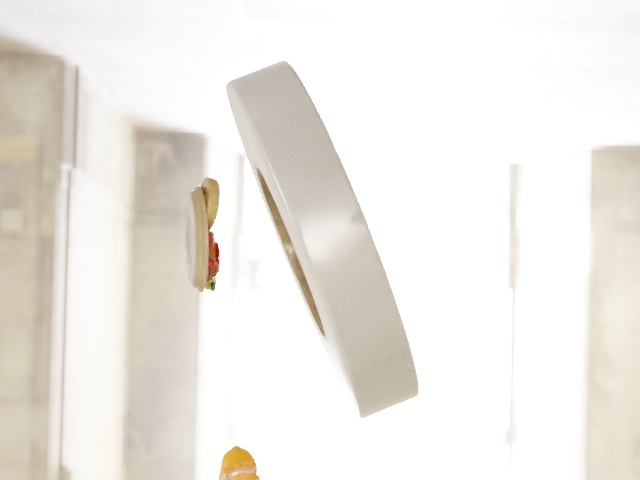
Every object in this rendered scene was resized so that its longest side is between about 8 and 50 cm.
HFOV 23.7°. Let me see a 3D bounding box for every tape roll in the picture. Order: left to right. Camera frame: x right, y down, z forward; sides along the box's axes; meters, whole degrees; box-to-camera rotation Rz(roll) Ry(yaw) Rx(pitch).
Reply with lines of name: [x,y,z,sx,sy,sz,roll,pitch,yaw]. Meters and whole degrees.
tape roll: [0.000,0.000,1.619,0.072,0.392,0.392,-22,180,-5]

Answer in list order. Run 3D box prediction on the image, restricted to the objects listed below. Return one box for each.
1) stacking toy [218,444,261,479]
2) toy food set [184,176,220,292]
stacking toy: [-0.085,0.386,1.745,0.165,0.302,0.175,-11,170,21]
toy food set: [-0.088,-0.002,1.141,0.020,0.083,0.082,-2,165,-12]
